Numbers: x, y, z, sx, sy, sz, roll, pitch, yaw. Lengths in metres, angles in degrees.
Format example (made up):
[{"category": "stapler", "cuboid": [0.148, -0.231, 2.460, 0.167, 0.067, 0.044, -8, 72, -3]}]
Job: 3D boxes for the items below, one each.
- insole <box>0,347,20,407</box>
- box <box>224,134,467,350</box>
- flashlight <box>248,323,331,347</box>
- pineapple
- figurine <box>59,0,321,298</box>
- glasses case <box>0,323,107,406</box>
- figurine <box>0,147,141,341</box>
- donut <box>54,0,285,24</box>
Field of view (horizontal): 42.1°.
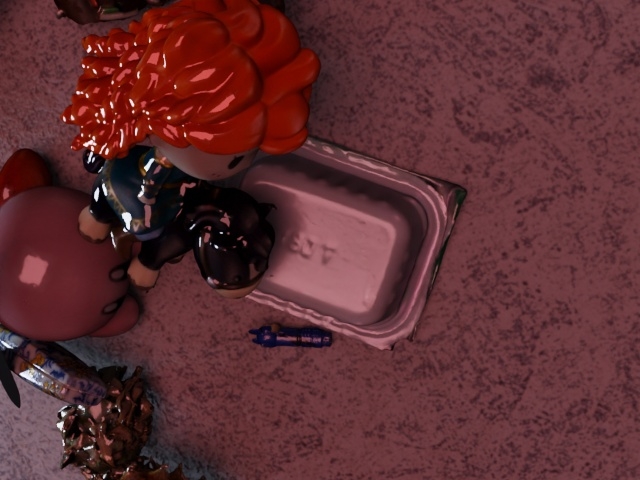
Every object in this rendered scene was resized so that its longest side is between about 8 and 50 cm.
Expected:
[{"category": "insole", "cuboid": [-0.462, 0.144, 1.173, 0.086, 0.005, 0.253, 29, 137, 38]}, {"category": "box", "cuboid": [0.000, 0.000, 1.151, 0.336, 0.106, 0.264, 19, 102, 8]}, {"category": "flashlight", "cuboid": [-0.043, 0.139, 1.218, 0.121, 0.057, 0.035, 1, 61, 6]}, {"category": "pineapple", "cuboid": [-0.298, 0.318, 1.233, 0.262, 0.262, 0.272, -27, 69, 15]}, {"category": "figurine", "cuboid": [-0.163, -0.101, 1.010, 0.306, 0.241, 0.412, 31, 128, 29]}, {"category": "glasses case", "cuboid": [-0.405, 0.178, 1.212, 0.248, 0.087, 0.065, 20, 85, 40]}, {"category": "figurine", "cuboid": [-0.394, 0.033, 1.184, 0.261, 0.211, 0.270, 20, 103, 8]}, {"category": "donut", "cuboid": [-0.202, -0.353, 1.070, 0.345, 0.136, 0.259, 25, 147, 2]}]
